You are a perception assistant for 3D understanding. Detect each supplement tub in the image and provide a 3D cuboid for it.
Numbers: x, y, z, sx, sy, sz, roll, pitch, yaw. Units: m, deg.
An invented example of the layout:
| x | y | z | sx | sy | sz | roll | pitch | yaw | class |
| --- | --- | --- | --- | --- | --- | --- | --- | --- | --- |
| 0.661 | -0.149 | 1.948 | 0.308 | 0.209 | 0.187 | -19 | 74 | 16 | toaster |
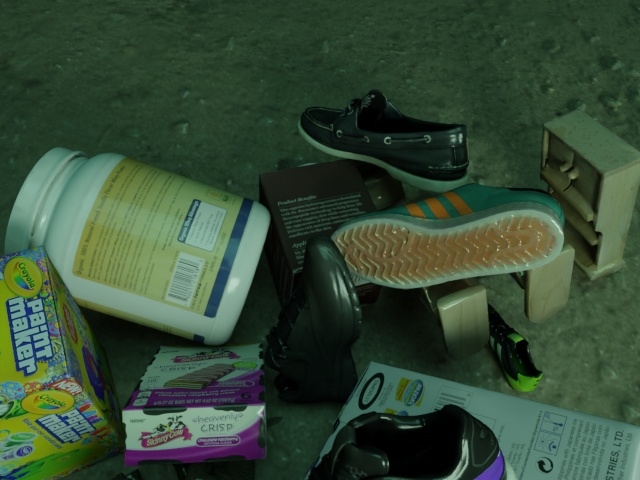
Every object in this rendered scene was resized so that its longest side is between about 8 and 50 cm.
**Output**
| x | y | z | sx | sy | sz | roll | pitch | yaw | class |
| --- | --- | --- | --- | --- | --- | --- | --- | --- | --- |
| -0.254 | 0.006 | 0.784 | 0.316 | 0.228 | 0.228 | 19 | 54 | -8 | supplement tub |

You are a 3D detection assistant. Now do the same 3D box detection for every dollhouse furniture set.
| x | y | z | sx | sy | sz | roll | pitch | yaw | class |
| --- | --- | --- | --- | --- | --- | --- | --- | --- | --- |
| 0.304 | -0.013 | 0.915 | 0.394 | 0.256 | 0.362 | -23 | 45 | -2 | dollhouse furniture set |

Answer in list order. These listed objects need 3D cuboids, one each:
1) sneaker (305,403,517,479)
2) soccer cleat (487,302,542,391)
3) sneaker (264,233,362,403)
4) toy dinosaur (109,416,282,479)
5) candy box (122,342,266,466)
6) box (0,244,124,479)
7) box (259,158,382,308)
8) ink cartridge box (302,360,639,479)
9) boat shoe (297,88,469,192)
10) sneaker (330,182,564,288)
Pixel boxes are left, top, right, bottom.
| x | y | z | sx | sy | sz | roll | pitch | yaw | class |
| --- | --- | --- | --- | --- | --- | --- | --- | --- | --- |
| 0.032 | 0.235 | 0.518 | 0.294 | 0.146 | 0.102 | -25 | 33 | 5 | sneaker |
| 0.299 | 0.158 | 0.870 | 0.060 | 0.072 | 0.178 | -17 | 58 | -18 | soccer cleat |
| -0.015 | 0.126 | 0.733 | 0.130 | 0.286 | 0.109 | -7 | 29 | -10 | sneaker |
| -0.173 | 0.343 | 0.682 | 0.314 | 0.121 | 0.160 | -26 | 73 | -28 | toy dinosaur |
| -0.152 | 0.202 | 0.701 | 0.159 | 0.233 | 0.071 | 0 | 96 | -8 | candy box |
| -0.416 | 0.189 | 0.636 | 0.279 | 0.290 | 0.177 | -19 | 59 | -17 | box |
| 0.000 | 0.000 | 0.892 | 0.169 | 0.167 | 0.203 | -11 | 56 | -14 | box |
| 0.132 | 0.306 | 0.613 | 0.396 | 0.151 | 0.270 | 5 | 46 | 39 | ink cartridge box |
| 0.093 | -0.187 | 0.871 | 0.127 | 0.113 | 0.340 | -23 | 41 | -34 | boat shoe |
| 0.166 | -0.011 | 0.722 | 0.302 | 0.108 | 0.121 | -4 | 24 | 26 | sneaker |
